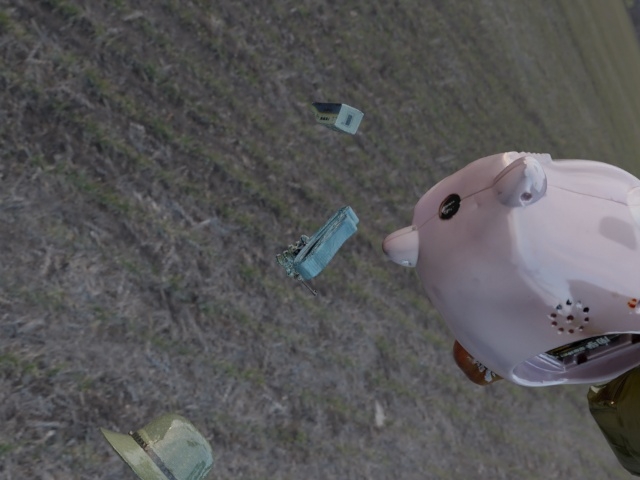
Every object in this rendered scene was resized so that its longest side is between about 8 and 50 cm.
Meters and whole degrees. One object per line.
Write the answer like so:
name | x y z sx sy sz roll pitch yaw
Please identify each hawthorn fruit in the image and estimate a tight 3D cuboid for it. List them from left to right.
hawthorn fruit | 0.378 0.228 1.926 0.163 0.162 0.203 65 21 -17

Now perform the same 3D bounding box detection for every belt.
belt | 0.003 0.003 1.738 0.179 0.100 0.065 -46 116 -21

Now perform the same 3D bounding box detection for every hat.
hat | -0.269 0.394 1.545 0.130 0.257 0.257 -42 121 -16

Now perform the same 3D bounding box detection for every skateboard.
skateboard | -0.008 0.068 1.800 0.064 0.083 0.032 43 -8 -13

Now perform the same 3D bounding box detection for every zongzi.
zongzi | 0.489 0.165 0.928 0.145 0.299 0.274 67 -17 -2

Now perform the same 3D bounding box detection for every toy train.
toy train | 0.021 -0.253 1.730 0.052 0.051 0.234 22 2 -20

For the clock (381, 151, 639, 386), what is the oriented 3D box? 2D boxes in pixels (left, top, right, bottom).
clock | 0.302 0.045 1.154 0.376 0.368 0.251 25 50 -33
